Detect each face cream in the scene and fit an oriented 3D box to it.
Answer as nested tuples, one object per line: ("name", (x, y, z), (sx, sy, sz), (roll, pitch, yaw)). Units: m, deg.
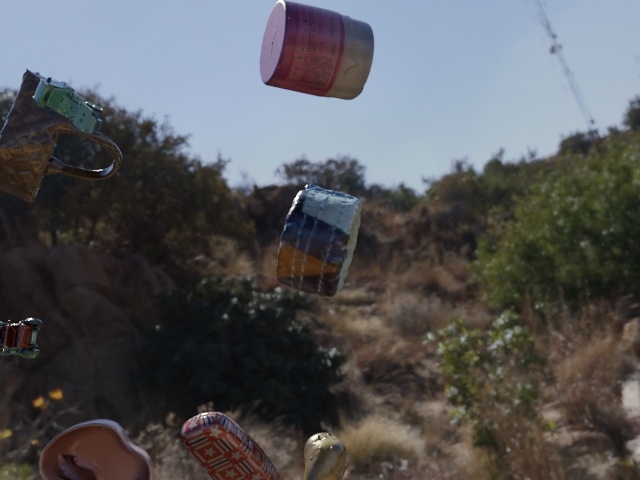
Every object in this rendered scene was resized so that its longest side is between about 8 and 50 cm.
("face cream", (-0.009, -0.386, 1.622), (0.195, 0.175, 0.175), (7, -17, -20))

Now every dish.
("dish", (-0.411, 0.426, 1.494), (0.213, 0.213, 0.090), (-21, 7, 8))

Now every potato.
("potato", (0.014, 0.613, 2.173), (0.137, 0.176, 0.137), (1, -39, 1))

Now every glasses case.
("glasses case", (-0.109, 0.294, 1.049), (0.073, 0.194, 0.049), (-26, 30, 11))

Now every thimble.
("thimble", (0.000, 0.000, 1.717), (0.150, 0.237, 0.237), (16, -3, 7))

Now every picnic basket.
("picnic basket", (-0.692, -0.248, 2.125), (0.337, 0.337, 0.293), (-16, -11, -31))

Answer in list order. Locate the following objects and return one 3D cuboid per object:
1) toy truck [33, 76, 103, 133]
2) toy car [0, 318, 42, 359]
("toy truck", (-0.545, -0.287, 1.706), (0.081, 0.175, 0.067), (5, -62, -57))
("toy car", (-0.573, 0.180, 1.455), (0.143, 0.073, 0.054), (-5, -17, 30))
